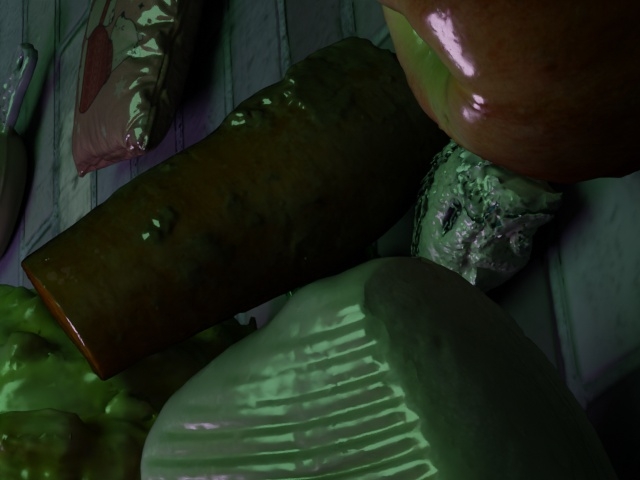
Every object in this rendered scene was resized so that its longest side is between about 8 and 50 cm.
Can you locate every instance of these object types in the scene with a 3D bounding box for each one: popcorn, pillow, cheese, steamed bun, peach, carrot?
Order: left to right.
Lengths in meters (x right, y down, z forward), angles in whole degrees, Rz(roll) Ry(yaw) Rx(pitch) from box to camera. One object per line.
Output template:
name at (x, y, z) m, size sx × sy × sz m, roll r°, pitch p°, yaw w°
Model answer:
cheese at (-0.389, -0.098, 2.023) m, size 0.163 × 0.082 × 0.286 m, roll 38°, pitch 110°, yaw 58°
popcorn at (-0.160, 0.150, 1.252) m, size 0.279 × 0.336 × 0.274 m, roll -166°, pitch 62°, yaw -68°
pillow at (-0.180, -0.181, 1.669) m, size 0.223 × 0.084 × 0.236 m, roll 0°, pitch 75°, yaw 62°
carrot at (-0.045, -0.019, 1.147) m, size 0.302 × 0.138 × 0.139 m, roll -37°, pitch 24°, yaw -17°
steamed bun at (0.065, 0.218, 0.919) m, size 0.247 × 0.236 × 0.383 m, roll -37°, pitch 54°, yaw 36°
peach at (0.154, -0.163, 0.945) m, size 0.232 × 0.257 × 0.232 m, roll 60°, pitch 172°, yaw 14°

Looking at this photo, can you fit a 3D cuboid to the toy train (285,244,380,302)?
toy train at (0.000, 0.000, 1.281) m, size 0.119 × 0.085 × 0.251 m, roll 127°, pitch 143°, yaw -66°

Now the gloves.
gloves at (0.098, -0.022, 1.113) m, size 0.153 × 0.070 × 0.114 m, roll 119°, pitch 155°, yaw -52°
